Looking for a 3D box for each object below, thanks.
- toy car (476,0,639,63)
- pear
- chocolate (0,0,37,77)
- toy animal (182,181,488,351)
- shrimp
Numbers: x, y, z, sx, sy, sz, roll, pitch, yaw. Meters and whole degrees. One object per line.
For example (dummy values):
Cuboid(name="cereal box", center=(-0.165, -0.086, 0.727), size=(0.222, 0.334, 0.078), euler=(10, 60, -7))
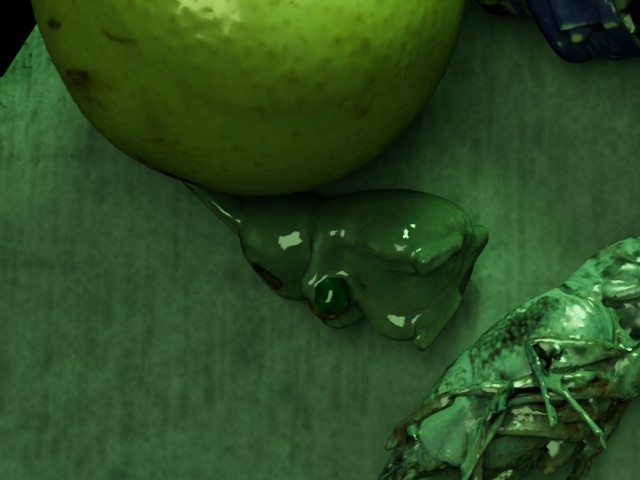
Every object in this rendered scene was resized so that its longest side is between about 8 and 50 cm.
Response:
Cuboid(name="toy car", center=(0.190, -0.246, 1.413), size=(0.158, 0.172, 0.235), euler=(-19, 79, 25))
Cuboid(name="pear", center=(-0.057, -0.202, 1.363), size=(0.348, 0.348, 0.348), euler=(-2, 80, 12))
Cuboid(name="chocolate", center=(-0.445, -0.287, 1.458), size=(0.383, 0.383, 0.331), euler=(-18, 71, 9))
Cuboid(name="toy animal", center=(0.001, 0.001, 1.442), size=(0.251, 0.127, 0.125), euler=(18, 97, 29))
Cuboid(name="shrimp", center=(0.155, 0.132, 1.345), size=(0.137, 0.172, 0.372), euler=(43, 84, 10))
